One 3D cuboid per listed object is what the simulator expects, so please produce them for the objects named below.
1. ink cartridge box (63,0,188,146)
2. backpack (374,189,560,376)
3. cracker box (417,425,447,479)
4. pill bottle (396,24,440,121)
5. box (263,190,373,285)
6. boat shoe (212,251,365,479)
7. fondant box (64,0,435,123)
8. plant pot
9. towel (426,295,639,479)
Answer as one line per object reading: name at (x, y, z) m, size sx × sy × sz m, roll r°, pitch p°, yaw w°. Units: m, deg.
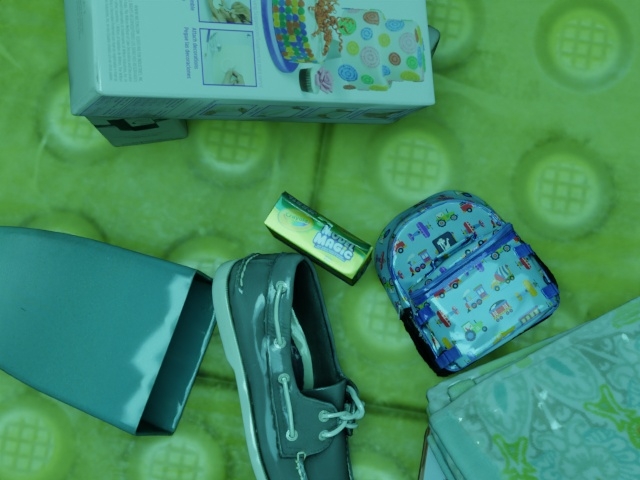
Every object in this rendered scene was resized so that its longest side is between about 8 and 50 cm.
ink cartridge box at (-0.193, -0.188, 1.356) m, size 0.086 × 0.208 × 0.153 m, roll -8°, pitch 84°, yaw 0°
backpack at (0.142, 0.032, 1.378) m, size 0.158 × 0.117 × 0.173 m, roll -30°, pitch 82°, yaw -3°
cracker box at (0.209, 0.271, 1.344) m, size 0.232 × 0.067 × 0.156 m, roll 12°, pitch 55°, yaw 2°
pill bottle at (0.017, -0.211, 1.407) m, size 0.193 × 0.108 × 0.108 m, roll 26°, pitch 85°, yaw 3°
box at (0.000, 0.000, 1.349) m, size 0.105 × 0.179 × 0.043 m, roll 32°, pitch 85°, yaw 4°
boat shoe at (-0.012, 0.163, 1.341) m, size 0.099 × 0.116 × 0.320 m, roll -17°, pitch 92°, yaw 29°
fondant box at (-0.066, -0.234, 1.246) m, size 0.330 × 0.096 × 0.238 m, roll -1°, pitch 81°, yaw -24°
plant pot at (-0.242, 0.077, 1.360) m, size 0.234 × 0.166 × 0.166 m, roll 20°, pitch 85°, yaw 10°
towel at (0.313, 0.238, 1.271) m, size 0.320 × 0.090 × 0.374 m, roll -22°, pitch 61°, yaw -19°
